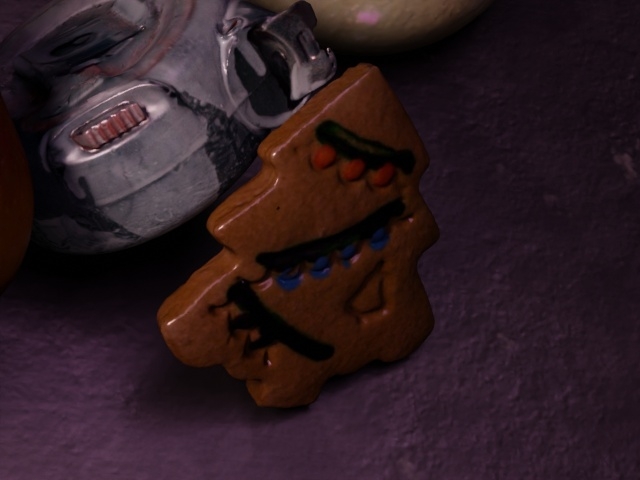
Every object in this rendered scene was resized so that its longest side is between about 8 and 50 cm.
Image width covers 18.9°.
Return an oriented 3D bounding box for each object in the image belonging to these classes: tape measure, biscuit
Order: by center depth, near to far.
[{"bbox_3d":[0.001,0.001,1.564,0.278,0.301,0.043,-4,26,-35],"label":"biscuit"},{"bbox_3d":[-0.161,-0.120,1.576,0.275,0.256,0.147,-41,125,-15],"label":"tape measure"}]

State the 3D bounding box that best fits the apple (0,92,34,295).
[{"bbox_3d":[-0.356,-0.046,1.404,0.288,0.288,0.316,-18,106,-22],"label":"apple"}]

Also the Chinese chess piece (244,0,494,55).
[{"bbox_3d":[0.033,-0.338,1.797,0.349,0.146,0.349,6,65,-13],"label":"Chinese chess piece"}]
